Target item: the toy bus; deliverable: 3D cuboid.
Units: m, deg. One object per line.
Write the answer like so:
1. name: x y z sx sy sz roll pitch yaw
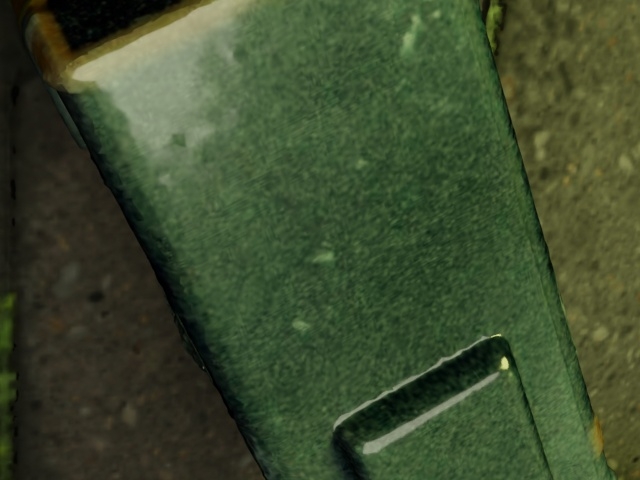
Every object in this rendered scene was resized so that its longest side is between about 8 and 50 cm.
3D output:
1. toy bus: 0.000 0.000 0.457 0.161 0.194 0.324 -28 121 -9
